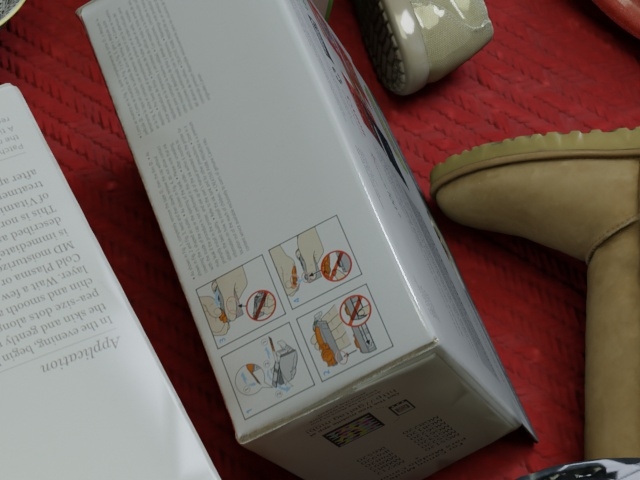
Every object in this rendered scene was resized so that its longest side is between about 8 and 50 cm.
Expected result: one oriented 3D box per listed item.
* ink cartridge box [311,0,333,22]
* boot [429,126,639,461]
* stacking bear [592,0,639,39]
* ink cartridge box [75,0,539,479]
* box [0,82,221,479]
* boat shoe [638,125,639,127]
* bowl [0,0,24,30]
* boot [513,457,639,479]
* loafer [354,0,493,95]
[{"bbox_3d":[-0.057,-0.322,1.213,0.115,0.198,0.273,-5,60,-12],"label":"ink cartridge box"},{"bbox_3d":[0.184,0.063,1.078,0.236,0.089,0.269,-8,74,27],"label":"boot"},{"bbox_3d":[0.351,-0.274,1.290,0.289,0.175,0.164,-37,96,-37],"label":"stacking bear"},{"bbox_3d":[0.000,0.000,1.041,0.130,0.272,0.309,-28,63,9],"label":"ink cartridge box"},{"bbox_3d":[-0.179,0.126,0.900,0.168,0.215,0.345,-21,68,-23],"label":"box"},{"bbox_3d":[0.343,-0.102,1.197,0.342,0.123,0.123,-29,68,-23],"label":"boat shoe"},{"bbox_3d":[-0.286,-0.178,1.153,0.170,0.080,0.170,4,59,-7],"label":"bowl"},{"bbox_3d":[0.086,0.196,0.776,0.367,0.445,0.146,-31,69,-25],"label":"boot"},{"bbox_3d":[0.058,-0.236,1.242,0.092,0.102,0.268,-11,73,-15],"label":"loafer"}]
